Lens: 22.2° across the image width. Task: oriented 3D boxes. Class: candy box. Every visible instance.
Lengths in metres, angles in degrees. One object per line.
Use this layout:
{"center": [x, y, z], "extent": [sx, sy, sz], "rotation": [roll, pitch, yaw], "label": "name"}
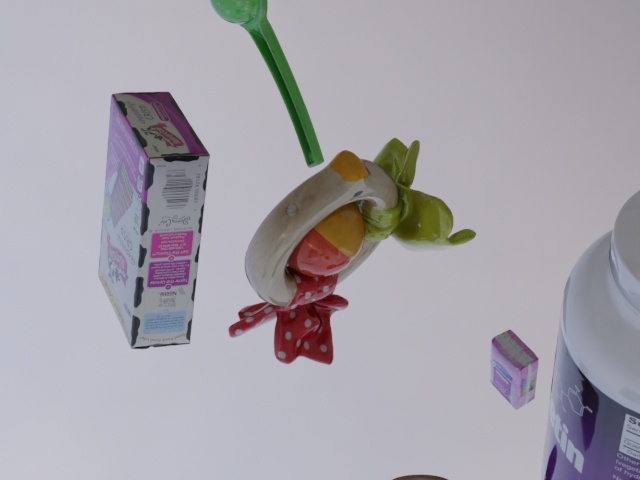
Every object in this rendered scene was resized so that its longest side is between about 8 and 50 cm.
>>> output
{"center": [-0.183, -0.023, 1.753], "extent": [0.071, 0.233, 0.159], "rotation": [-4, -150, -21], "label": "candy box"}

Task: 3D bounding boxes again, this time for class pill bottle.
{"center": [0.263, 0.106, 1.215], "extent": [0.182, 0.323, 0.181], "rotation": [-1, -132, 1], "label": "pill bottle"}

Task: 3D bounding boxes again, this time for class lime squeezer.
{"center": [-0.089, -0.191, 1.222], "extent": [0.310, 0.059, 0.110], "rotation": [40, -135, -19], "label": "lime squeezer"}

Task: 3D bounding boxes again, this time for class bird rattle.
{"center": [0.000, 0.000, 1.517], "extent": [0.143, 0.253, 0.207], "rotation": [58, -171, 27], "label": "bird rattle"}

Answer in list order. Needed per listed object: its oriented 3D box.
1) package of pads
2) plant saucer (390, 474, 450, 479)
{"center": [0.202, 0.135, 1.706], "extent": [0.032, 0.083, 0.050], "rotation": [-30, -122, -17], "label": "package of pads"}
{"center": [0.094, 0.235, 1.536], "extent": [0.083, 0.015, 0.083], "rotation": [-1, -172, 0], "label": "plant saucer"}
